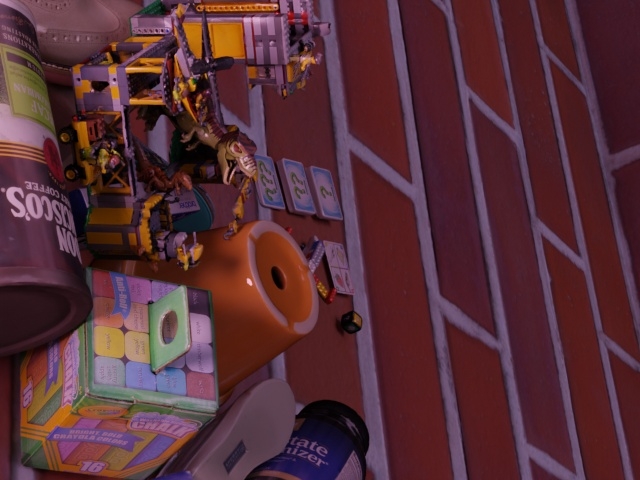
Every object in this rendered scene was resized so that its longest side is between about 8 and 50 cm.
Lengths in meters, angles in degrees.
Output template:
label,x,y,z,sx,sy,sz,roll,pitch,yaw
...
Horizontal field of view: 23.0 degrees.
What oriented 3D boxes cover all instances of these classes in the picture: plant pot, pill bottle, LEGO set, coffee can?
label,x,y,z,sx,sy,sz,roll,pitch,yaw
plant pot,-0.112,0.071,1.657,0.205,0.188,0.205,43,35,-40
pill bottle,-0.020,0.268,1.748,0.123,0.122,0.219,61,26,-12
LEGO set,-0.096,-0.116,1.531,0.331,0.192,0.255,-39,129,-68
LEGO set,0.000,0.000,2.076,0.182,0.060,0.244,12,60,-55
plant pot,-0.274,-0.131,1.624,0.096,0.109,0.109,49,28,-3
coffee can,-0.321,-0.053,1.354,0.201,0.201,0.275,16,55,-57

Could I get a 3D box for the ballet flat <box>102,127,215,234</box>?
label,x,y,z,sx,sy,sz,roll,pitch,yaw
ballet flat,-0.187,-0.072,1.781,0.188,0.070,0.070,41,36,-47

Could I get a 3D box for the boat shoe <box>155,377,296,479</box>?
label,x,y,z,sx,sy,sz,roll,pitch,yaw
boat shoe,-0.107,0.217,1.654,0.227,0.081,0.079,-44,119,-50

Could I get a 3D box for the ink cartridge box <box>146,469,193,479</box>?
label,x,y,z,sx,sy,sz,roll,pitch,yaw
ink cartridge box,-0.160,0.333,1.445,0.223,0.045,0.224,-9,76,-43

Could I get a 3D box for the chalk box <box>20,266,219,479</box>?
label,x,y,z,sx,sy,sz,roll,pitch,yaw
chalk box,-0.178,0.115,1.437,0.132,0.213,0.132,12,54,-27

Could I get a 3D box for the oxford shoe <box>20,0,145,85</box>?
label,x,y,z,sx,sy,sz,roll,pitch,yaw
oxford shoe,-0.290,-0.256,1.529,0.397,0.146,0.140,12,30,-45

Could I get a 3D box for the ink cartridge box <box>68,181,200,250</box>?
label,x,y,z,sx,sy,sz,roll,pitch,yaw
ink cartridge box,-0.220,-0.025,1.636,0.207,0.097,0.046,-14,82,-63
